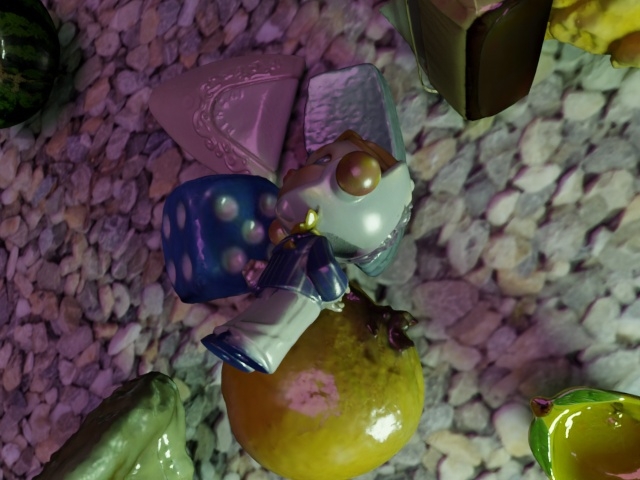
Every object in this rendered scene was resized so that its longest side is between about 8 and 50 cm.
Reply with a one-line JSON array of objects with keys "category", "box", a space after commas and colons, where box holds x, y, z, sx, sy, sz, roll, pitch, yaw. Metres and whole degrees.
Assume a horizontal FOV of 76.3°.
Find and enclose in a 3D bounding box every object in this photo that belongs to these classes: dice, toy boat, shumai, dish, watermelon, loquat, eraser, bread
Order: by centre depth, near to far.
[{"category": "bread", "box": [0.144, -0.255, 0.444, 0.142, 0.224, 0.212, -28, 66, 9]}, {"category": "dish", "box": [0.322, 0.228, 0.450, 0.207, 0.080, 0.149, 38, 103, 13]}, {"category": "loquat", "box": [0.006, 0.150, 0.475, 0.243, 0.244, 0.244, 0, 89, 17]}, {"category": "shumai", "box": [-0.247, 0.407, 0.532, 0.323, 0.324, 0.397, 39, 106, -1]}, {"category": "dice", "box": [-0.124, 0.000, 0.538, 0.146, 0.143, 0.147, -16, 83, 53]}, {"category": "toy boat", "box": [0.051, -0.092, 0.543, 0.127, 0.078, 0.283, -8, 86, 14]}, {"category": "eraser", "box": [-0.159, -0.193, 0.617, 0.243, 0.059, 0.205, 14, 93, 13]}, {"category": "watermelon", "box": [-0.569, -0.314, 0.654, 0.268, 0.269, 0.269, 0, 89, 17]}]

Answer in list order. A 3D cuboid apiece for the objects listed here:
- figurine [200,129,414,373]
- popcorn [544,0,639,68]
[{"category": "figurine", "box": [0.003, -0.001, 0.393, 0.133, 0.274, 0.194, 38, 128, -11]}, {"category": "popcorn", "box": [0.319, -0.272, 0.389, 0.250, 0.250, 0.190, -3, 124, 17]}]
